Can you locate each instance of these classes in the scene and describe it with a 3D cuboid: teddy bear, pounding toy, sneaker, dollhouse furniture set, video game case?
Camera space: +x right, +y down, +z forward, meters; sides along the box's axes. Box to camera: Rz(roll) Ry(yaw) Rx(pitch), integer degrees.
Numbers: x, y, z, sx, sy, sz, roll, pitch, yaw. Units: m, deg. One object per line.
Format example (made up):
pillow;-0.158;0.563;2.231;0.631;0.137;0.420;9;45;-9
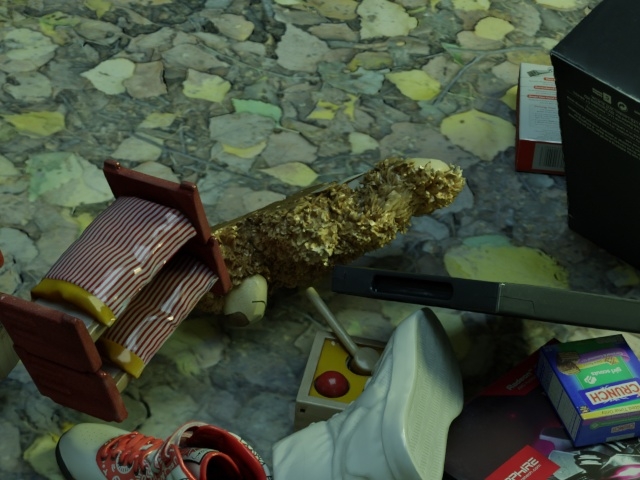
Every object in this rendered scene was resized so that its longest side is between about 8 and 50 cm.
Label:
teddy bear;0.000;0.000;1.978;0.338;0.113;0.245;-23;5;-26
pounding toy;0.031;0.138;1.880;0.130;0.100;0.141;10;40;6
sneaker;0.036;0.166;1.736;0.169;0.108;0.292;-25;14;20
dollhouse furniture set;-0.302;0.024;1.853;0.374;0.152;0.201;14;52;31
sneaker;-0.144;0.210;1.740;0.270;0.145;0.090;33;47;30
video game case;0.193;0.061;1.867;0.274;0.035;0.248;8;-1;-38

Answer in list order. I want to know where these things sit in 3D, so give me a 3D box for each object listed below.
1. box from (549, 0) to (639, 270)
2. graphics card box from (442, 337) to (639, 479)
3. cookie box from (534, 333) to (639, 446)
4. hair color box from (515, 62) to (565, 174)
box;0.438;-0.175;2.068;0.179;0.312;0.343;34;67;30
graphics card box;0.286;0.262;1.763;0.371;0.094;0.233;35;48;30
cookie box;0.271;0.144;1.800;0.091;0.040;0.107;-7;41;-17
hair color box;0.289;-0.150;2.296;0.093;0.053;0.167;6;41;3
